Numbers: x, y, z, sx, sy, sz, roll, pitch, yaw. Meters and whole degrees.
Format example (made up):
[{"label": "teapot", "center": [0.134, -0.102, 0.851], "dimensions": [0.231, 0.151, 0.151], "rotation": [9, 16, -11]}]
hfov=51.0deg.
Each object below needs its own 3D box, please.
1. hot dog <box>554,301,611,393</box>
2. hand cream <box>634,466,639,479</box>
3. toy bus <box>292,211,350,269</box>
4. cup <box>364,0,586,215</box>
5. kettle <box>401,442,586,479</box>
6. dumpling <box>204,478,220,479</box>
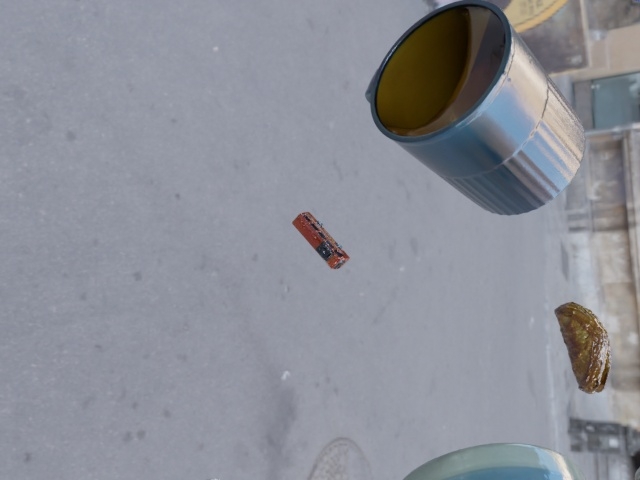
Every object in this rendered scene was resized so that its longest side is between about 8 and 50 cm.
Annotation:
[{"label": "hot dog", "center": [0.419, 0.167, 1.058], "dimensions": [0.099, 0.065, 0.147], "rotation": [44, 30, -69]}, {"label": "hand cream", "center": [0.392, 0.197, 0.673], "dimensions": [0.052, 0.075, 0.247], "rotation": [-47, 158, -45]}, {"label": "toy bus", "center": [0.000, 0.000, 1.116], "dimensions": [0.110, 0.031, 0.043], "rotation": [48, 21, 13]}, {"label": "cup", "center": [0.240, -0.189, 1.098], "dimensions": [0.292, 0.308, 0.242], "rotation": [29, 53, -39]}, {"label": "kettle", "center": [0.236, 0.458, 0.751], "dimensions": [0.319, 0.247, 0.342], "rotation": [50, 23, -36]}, {"label": "dumpling", "center": [-0.166, 0.477, 0.929], "dimensions": [0.163, 0.205, 0.293], "rotation": [96, 17, -48]}]
